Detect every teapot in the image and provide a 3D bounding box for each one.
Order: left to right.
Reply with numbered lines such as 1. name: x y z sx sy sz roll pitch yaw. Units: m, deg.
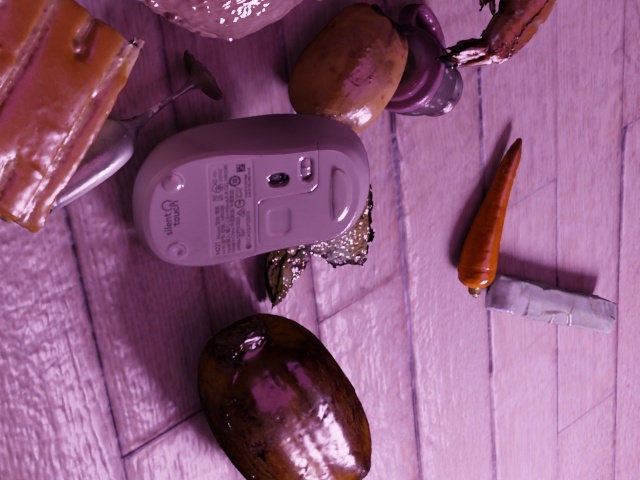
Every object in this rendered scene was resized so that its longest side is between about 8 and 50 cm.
1. teapot: 0.127 -0.232 1.896 0.116 0.148 0.146 -32 157 21

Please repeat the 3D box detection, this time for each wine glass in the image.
1. wine glass: -0.232 -0.119 1.611 0.262 0.074 0.074 -39 134 -21

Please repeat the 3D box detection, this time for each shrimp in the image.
1. shrimp: 0.162 -0.334 1.784 0.290 0.054 0.222 12 103 -5

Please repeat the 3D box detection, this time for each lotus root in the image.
1. lotus root: -0.046 0.234 1.895 0.196 0.179 0.397 -47 137 -19
2. lotus root: 0.029 -0.201 1.784 0.221 0.125 0.118 -57 167 -5

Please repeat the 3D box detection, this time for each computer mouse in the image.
1. computer mouse: -0.087 -0.073 1.716 0.296 0.121 0.184 -11 127 -9

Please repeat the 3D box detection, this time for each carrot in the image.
1. carrot: 0.261 -0.036 2.153 0.061 0.061 0.257 6 101 -46

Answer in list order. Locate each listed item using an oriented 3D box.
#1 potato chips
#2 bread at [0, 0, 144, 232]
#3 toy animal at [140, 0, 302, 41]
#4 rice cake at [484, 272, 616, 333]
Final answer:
1. potato chips: -0.003 -0.002 1.924 0.220 0.029 0.202 -42 141 -27
2. bread: -0.335 -0.164 1.450 0.239 0.111 0.246 35 84 -49
3. toy animal: -0.090 -0.337 1.540 0.358 0.188 0.227 -39 131 -34
4. rice cake: 0.384 0.106 2.344 0.336 0.063 0.066 11 93 -46
